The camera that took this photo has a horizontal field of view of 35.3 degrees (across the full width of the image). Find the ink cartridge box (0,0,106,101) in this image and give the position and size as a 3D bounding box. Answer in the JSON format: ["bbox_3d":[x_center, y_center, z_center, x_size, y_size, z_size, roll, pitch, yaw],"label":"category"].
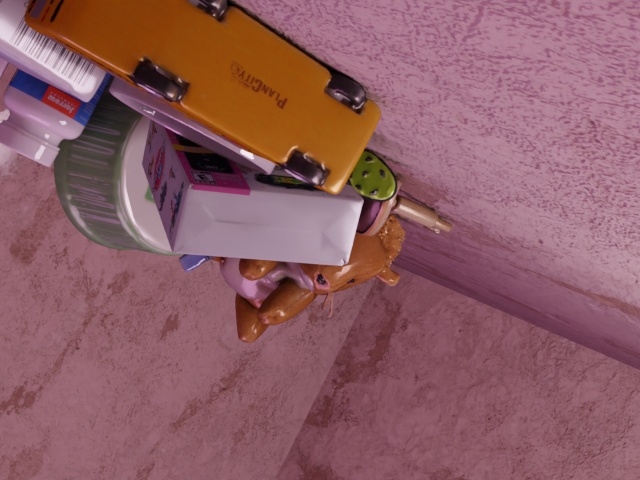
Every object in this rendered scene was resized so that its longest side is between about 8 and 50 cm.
[{"bbox_3d":[-0.440,-0.292,1.054,0.385,0.091,0.308,24,177,35],"label":"ink cartridge box"}]

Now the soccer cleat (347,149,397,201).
[{"bbox_3d":[0.056,-0.101,1.416,0.072,0.060,0.179,15,-167,-45],"label":"soccer cleat"}]

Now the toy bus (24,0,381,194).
[{"bbox_3d":[-0.102,-0.164,0.965,0.332,0.108,0.130,28,178,-35],"label":"toy bus"}]

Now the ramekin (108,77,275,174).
[{"bbox_3d":[-0.125,-0.169,1.154,0.207,0.109,0.207,28,178,1],"label":"ramekin"}]

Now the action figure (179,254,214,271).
[{"bbox_3d":[-0.145,-0.093,1.805,0.330,0.341,0.179,10,126,59],"label":"action figure"}]

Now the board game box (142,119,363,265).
[{"bbox_3d":[-0.101,-0.078,1.326,0.223,0.098,0.303,6,-159,-21],"label":"board game box"}]

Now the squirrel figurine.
[{"bbox_3d":[0.000,0.000,1.980,0.370,0.397,0.281,-12,106,45],"label":"squirrel figurine"}]

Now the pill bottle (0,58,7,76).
[{"bbox_3d":[-0.566,-0.341,1.356,0.333,0.188,0.188,27,178,-19],"label":"pill bottle"}]

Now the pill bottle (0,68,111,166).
[{"bbox_3d":[-0.384,-0.224,1.470,0.124,0.222,0.124,26,178,1],"label":"pill bottle"}]

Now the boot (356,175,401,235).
[{"bbox_3d":[0.000,-0.085,1.553,0.206,0.090,0.248,27,164,-10],"label":"boot"}]

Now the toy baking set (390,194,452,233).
[{"bbox_3d":[0.134,-0.058,1.733,0.256,0.030,0.196,22,-179,-25],"label":"toy baking set"}]

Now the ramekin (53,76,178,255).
[{"bbox_3d":[-0.258,-0.120,1.619,0.148,0.304,0.303,15,171,41],"label":"ramekin"}]
